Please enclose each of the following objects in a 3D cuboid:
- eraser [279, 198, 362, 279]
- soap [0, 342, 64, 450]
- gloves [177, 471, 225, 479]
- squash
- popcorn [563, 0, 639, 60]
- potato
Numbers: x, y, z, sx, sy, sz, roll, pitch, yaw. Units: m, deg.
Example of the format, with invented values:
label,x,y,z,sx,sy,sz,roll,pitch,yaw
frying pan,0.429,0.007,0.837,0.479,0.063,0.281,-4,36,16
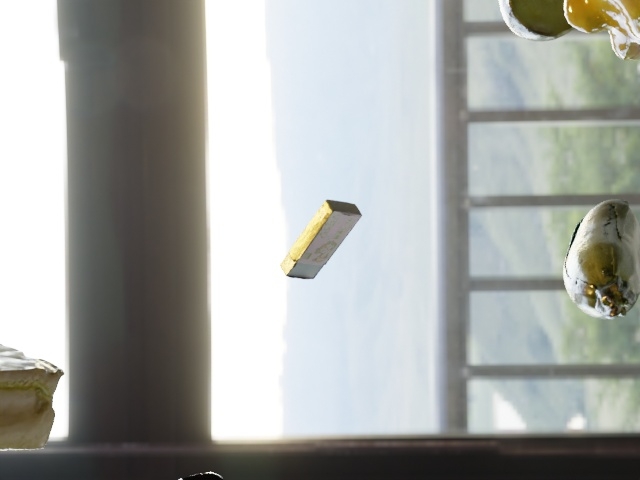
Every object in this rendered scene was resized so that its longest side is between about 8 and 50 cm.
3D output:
label,x,y,z,sx,sy,sz,roll,pitch,yaw
eraser,0.000,0.000,1.228,0.083,0.038,0.019,-52,52,28
soap,-0.410,0.136,1.267,0.315,0.199,0.091,9,-85,-58
gloves,-0.162,0.425,1.621,0.154,0.141,0.331,53,137,43
squash,0.320,0.032,1.550,0.341,0.095,0.094,-58,-32,-68
popcorn,0.322,-0.305,1.158,0.297,0.316,0.281,55,-163,7
potato,0.288,-0.350,1.570,0.176,0.141,0.298,105,-178,-66
